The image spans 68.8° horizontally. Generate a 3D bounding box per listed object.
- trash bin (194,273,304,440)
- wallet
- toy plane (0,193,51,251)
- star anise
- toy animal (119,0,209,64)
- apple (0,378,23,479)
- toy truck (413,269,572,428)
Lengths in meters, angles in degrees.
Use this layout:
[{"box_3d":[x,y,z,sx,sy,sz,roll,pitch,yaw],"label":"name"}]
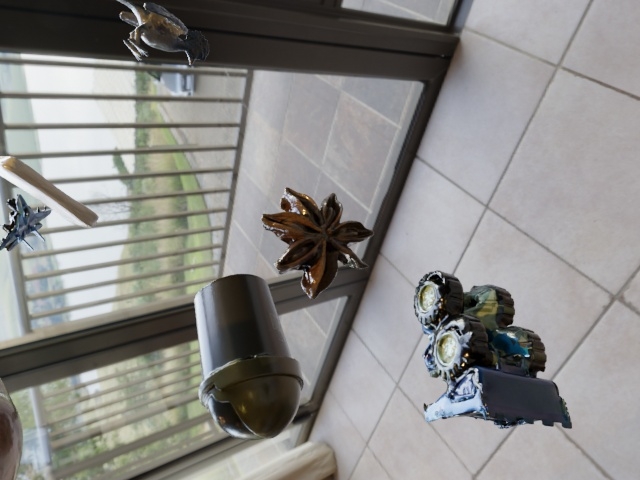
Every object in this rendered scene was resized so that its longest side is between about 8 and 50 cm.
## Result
[{"box_3d":[-0.159,0.253,0.986,0.214,0.214,0.334,-60,42,43],"label":"trash bin"},{"box_3d":[-0.482,-0.082,0.827,0.095,0.190,0.033,10,63,41],"label":"wallet"},{"box_3d":[-0.775,-0.058,1.209,0.078,0.169,0.246,35,144,3],"label":"toy plane"},{"box_3d":[-0.012,-0.011,0.804,0.197,0.212,0.073,56,142,10],"label":"star anise"},{"box_3d":[-0.413,-0.535,1.181,0.239,0.176,0.255,16,151,48],"label":"toy animal"},{"box_3d":[-0.533,0.245,0.569,0.269,0.345,0.345,-42,55,3],"label":"apple"},{"box_3d":[0.178,0.141,0.549,0.208,0.113,0.126,-102,31,-54],"label":"toy truck"}]
